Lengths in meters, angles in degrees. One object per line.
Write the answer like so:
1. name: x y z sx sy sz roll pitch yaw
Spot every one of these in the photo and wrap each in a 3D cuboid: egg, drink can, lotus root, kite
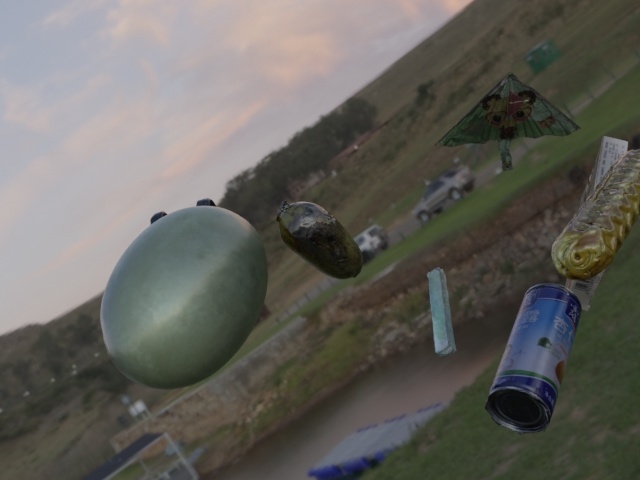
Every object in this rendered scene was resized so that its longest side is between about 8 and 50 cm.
1. egg: -0.226 0.091 1.385 0.258 0.258 0.352 -37 24 44
2. drink can: 0.326 0.173 1.229 0.097 0.097 0.235 -37 13 46
3. lotus root: 0.000 0.000 1.330 0.089 0.179 0.080 -43 15 23
4. kite: 0.413 -0.255 1.786 0.323 0.013 0.267 -4 -44 4

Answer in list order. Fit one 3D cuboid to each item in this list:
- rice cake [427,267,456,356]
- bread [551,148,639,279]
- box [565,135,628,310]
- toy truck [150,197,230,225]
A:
1. rice cake: 0.278 0.163 1.880 0.043 0.210 0.034 -22 -33 34
2. bread: 0.415 -0.045 1.160 0.084 0.077 0.367 6 28 33
3. box: 0.621 -0.042 1.834 0.214 0.069 0.353 91 -160 -49
4. toy truck: -0.264 0.014 1.763 0.148 0.165 0.224 -16 -14 6
